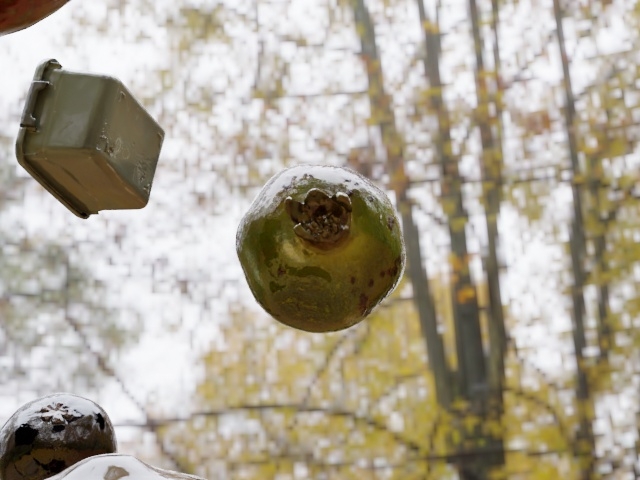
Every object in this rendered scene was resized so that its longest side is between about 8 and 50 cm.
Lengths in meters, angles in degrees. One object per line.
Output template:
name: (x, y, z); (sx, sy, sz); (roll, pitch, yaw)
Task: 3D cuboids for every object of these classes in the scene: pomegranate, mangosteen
pomegranate: (-0.011, 0.006, 2.027); (0.198, 0.198, 0.246); (-18, -10, 22)
mangosteen: (-0.284, 0.241, 1.933); (0.137, 0.137, 0.151); (-1, -59, -4)

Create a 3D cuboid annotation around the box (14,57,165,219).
box: (-0.231, -0.102, 1.854); (0.093, 0.124, 0.172); (4, -21, 22)

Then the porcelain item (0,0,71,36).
porcelain item: (-0.204, -0.250, 1.105); (0.253, 0.253, 0.253); (-2, -33, -1)

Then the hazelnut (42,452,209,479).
hazelnut: (-0.134, 0.354, 1.245); (0.421, 0.421, 0.353); (-29, 2, 34)
